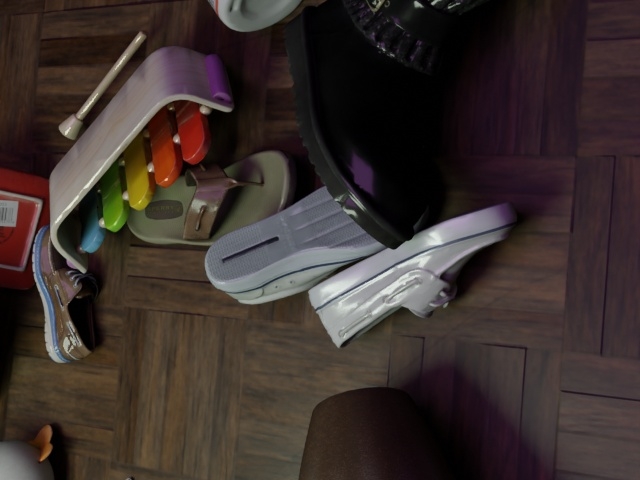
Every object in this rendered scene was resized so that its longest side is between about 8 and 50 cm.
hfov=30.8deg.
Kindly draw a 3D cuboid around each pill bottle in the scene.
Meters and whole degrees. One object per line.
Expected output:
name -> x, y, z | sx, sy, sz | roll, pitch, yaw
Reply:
pill bottle -> -0.113, -0.367, 1.385 | 0.124, 0.124, 0.221 | -42, 65, 23

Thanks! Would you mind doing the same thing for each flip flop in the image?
flip flop -> -0.143, -0.049, 1.399 | 0.277, 0.080, 0.112 | -4, 79, 36

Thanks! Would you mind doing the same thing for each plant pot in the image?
plant pot -> 0.058, 0.275, 1.184 | 0.215, 0.215, 0.230 | -26, 58, 28

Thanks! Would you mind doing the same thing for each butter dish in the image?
butter dish -> -0.456, -0.029, 1.581 | 0.118, 0.160, 0.160 | 26, 101, 56

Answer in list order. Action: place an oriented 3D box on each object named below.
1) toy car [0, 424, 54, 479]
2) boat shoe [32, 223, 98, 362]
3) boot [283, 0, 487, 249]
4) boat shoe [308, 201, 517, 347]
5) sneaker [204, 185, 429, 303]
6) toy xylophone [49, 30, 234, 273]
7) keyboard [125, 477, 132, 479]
toy car -> -0.434, 0.341, 1.524 | 0.238, 0.219, 0.210 | -51, 21, -27
boat shoe -> -0.326, 0.066, 1.525 | 0.066, 0.066, 0.183 | -10, 90, 27
boot -> 0.100, -0.188, 1.190 | 0.260, 0.131, 0.348 | -34, 52, 26
boat shoe -> 0.106, 0.040, 1.235 | 0.258, 0.095, 0.084 | -28, 82, 34
sneaker -> 0.000, 0.000, 1.303 | 0.258, 0.091, 0.094 | -17, 65, 10
toy xylophone -> -0.239, -0.126, 1.447 | 0.323, 0.081, 0.236 | -40, 37, 28
keyboard -> -0.214, 0.426, 1.446 | 0.072, 0.014, 0.256 | -35, 68, 20
